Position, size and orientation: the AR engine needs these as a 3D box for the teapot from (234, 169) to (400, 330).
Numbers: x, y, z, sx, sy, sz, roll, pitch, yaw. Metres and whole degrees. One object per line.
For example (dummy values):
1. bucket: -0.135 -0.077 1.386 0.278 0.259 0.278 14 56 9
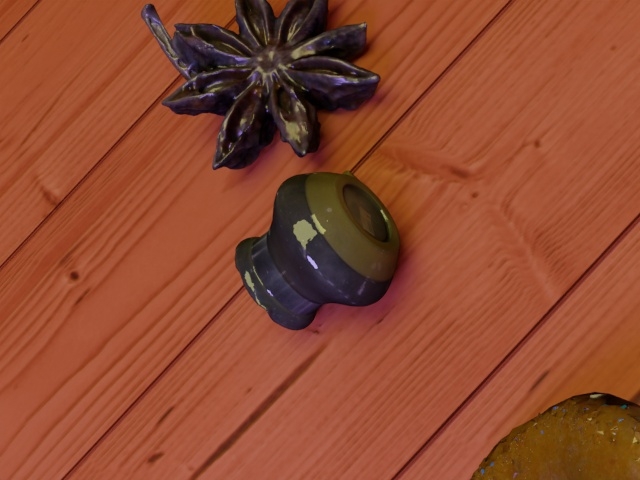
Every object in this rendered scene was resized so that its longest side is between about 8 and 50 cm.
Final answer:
1. teapot: 0.000 0.000 1.199 0.119 0.130 0.165 -37 19 25

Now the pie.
1. pie: 0.190 0.234 0.960 0.273 0.069 0.273 -7 81 51

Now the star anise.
1. star anise: -0.059 -0.165 1.327 0.263 0.081 0.230 19 76 23
